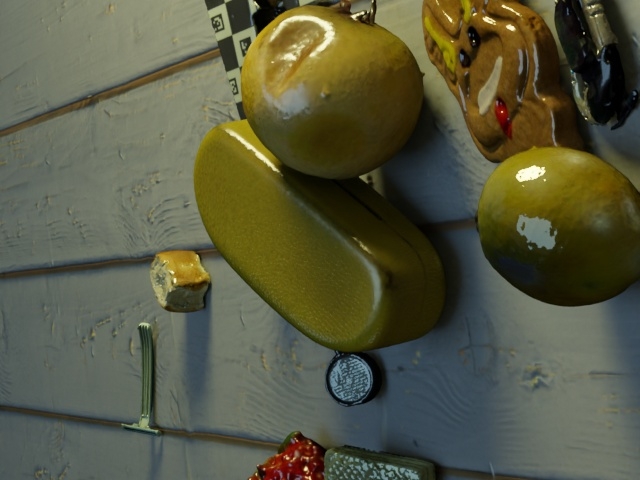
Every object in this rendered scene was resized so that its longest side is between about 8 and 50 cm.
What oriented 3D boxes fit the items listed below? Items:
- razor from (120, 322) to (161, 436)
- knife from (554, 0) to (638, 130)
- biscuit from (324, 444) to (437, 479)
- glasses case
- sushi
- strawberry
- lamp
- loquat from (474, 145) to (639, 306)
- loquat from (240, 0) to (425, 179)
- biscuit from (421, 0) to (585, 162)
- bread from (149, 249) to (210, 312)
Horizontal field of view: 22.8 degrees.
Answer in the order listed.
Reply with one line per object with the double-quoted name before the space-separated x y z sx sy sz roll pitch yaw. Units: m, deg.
"razor" -0.287 0.225 2.602 0.068 0.037 0.191 7 103 17
"knife" 0.223 -0.279 1.532 0.089 0.043 0.365 -42 60 59
"biscuit" 0.071 0.378 1.916 0.150 0.052 0.252 8 106 38
"glasses case" 0.000 0.000 1.880 0.371 0.141 0.173 41 126 37
"sushi" -0.050 -0.265 2.027 0.192 0.050 0.215 -22 82 45
"strawberry" -0.022 0.417 2.063 0.306 0.137 0.233 64 145 33
"lamp" -0.010 0.042 2.041 0.130 0.108 0.371 -43 69 14
"loquat" 0.231 -0.010 1.480 0.195 0.152 0.152 13 109 37
"loquat" 0.013 -0.172 1.786 0.213 0.213 0.213 23 117 58
"biscuit" 0.181 -0.174 1.623 0.186 0.044 0.295 105 145 -50
"bread" -0.213 0.064 2.391 0.083 0.070 0.077 62 145 37
